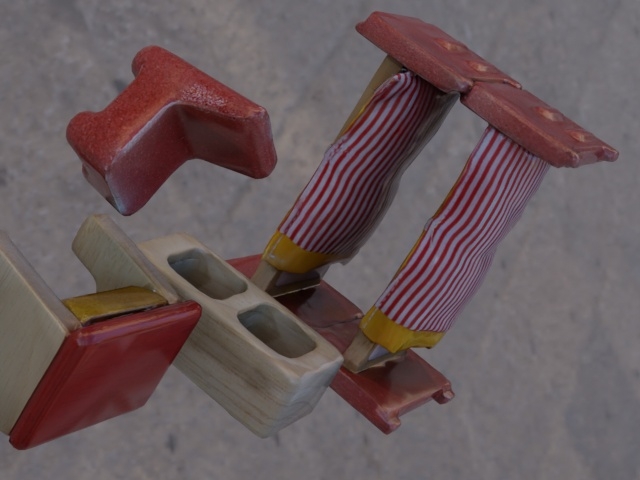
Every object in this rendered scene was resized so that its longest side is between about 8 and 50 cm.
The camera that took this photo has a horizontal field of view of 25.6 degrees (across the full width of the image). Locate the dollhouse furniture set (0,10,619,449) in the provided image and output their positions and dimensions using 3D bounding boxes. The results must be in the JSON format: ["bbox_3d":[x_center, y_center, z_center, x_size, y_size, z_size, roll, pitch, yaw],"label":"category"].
[{"bbox_3d":[0.000,0.000,0.735,0.152,0.201,0.374,37,20,17],"label":"dollhouse furniture set"}]
